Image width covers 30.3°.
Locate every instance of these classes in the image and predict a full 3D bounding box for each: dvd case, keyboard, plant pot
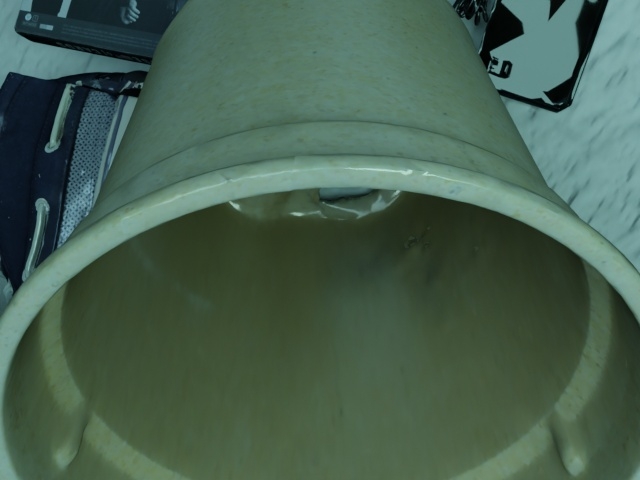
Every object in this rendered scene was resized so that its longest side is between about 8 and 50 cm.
[{"bbox_3d":[-0.115,-0.248,0.867,0.179,0.029,0.239,14,84,24],"label":"dvd case"},{"bbox_3d":[0.150,-0.191,0.799,0.100,0.038,0.192,18,97,-3],"label":"keyboard"},{"bbox_3d":[0.000,0.000,0.680,0.333,0.305,0.334,-1,130,-2],"label":"plant pot"}]

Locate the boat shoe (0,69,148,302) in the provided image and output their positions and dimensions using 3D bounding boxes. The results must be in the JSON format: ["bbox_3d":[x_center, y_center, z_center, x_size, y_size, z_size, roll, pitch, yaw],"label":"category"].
[{"bbox_3d":[-0.195,0.032,0.896,0.158,0.127,0.341,14,88,25],"label":"boat shoe"}]
